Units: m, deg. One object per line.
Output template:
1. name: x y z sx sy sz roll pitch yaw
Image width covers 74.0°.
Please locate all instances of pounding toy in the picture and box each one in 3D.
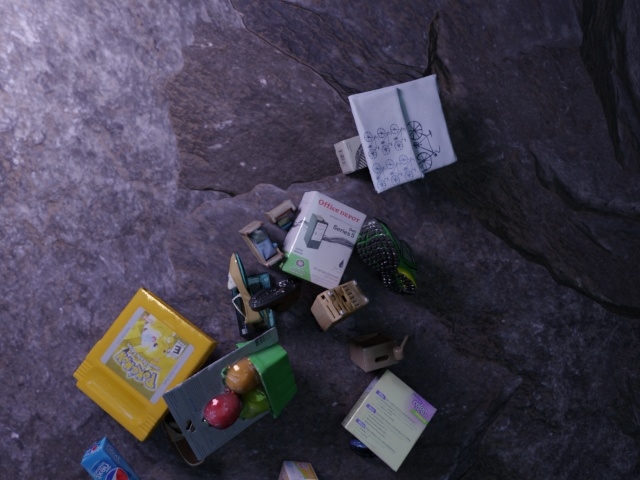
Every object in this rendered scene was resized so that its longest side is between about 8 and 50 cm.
1. pounding toy: 0.221 0.383 1.439 0.181 0.206 0.094 -10 97 -18

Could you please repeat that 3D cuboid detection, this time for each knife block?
1. knife block: 0.019 0.230 1.326 0.242 0.276 0.088 -41 75 28

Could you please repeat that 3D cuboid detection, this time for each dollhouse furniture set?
1. dollhouse furniture set: -0.137 -0.025 1.327 0.184 0.129 0.129 -35 104 -13

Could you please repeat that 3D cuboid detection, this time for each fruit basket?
1. fruit basket: -0.255 0.451 1.268 0.353 0.165 0.326 -26 126 -21

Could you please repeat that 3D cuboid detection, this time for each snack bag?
1. snack bag: 0.286 -0.355 1.399 0.343 0.037 0.322 -20 98 -17

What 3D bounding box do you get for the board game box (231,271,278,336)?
1. board game box: -0.214 0.205 1.371 0.126 0.026 0.186 -11 97 -18

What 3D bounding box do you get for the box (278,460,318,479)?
1. box: -0.089 0.862 1.414 0.103 0.114 0.202 15 91 -18

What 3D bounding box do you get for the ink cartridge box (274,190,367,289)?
1. ink cartridge box: 0.000 0.000 1.383 0.199 0.115 0.272 24 86 -19

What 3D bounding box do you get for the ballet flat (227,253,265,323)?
1. ballet flat: -0.244 0.155 1.304 0.073 0.080 0.232 -22 100 -5

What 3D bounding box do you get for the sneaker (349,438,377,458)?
1. sneaker: 0.212 0.725 1.534 0.222 0.087 0.083 -2 128 -6

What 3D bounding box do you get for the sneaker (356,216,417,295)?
1. sneaker: 0.230 0.039 1.436 0.343 0.134 0.146 54 41 -39

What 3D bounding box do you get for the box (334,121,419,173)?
1. box: 0.195 -0.319 1.438 0.275 0.094 0.113 -23 100 -16

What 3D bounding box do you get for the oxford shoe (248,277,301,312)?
1. oxford shoe: -0.133 0.191 1.324 0.227 0.083 0.096 -14 111 -53

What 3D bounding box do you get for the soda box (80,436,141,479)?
1. soda box: -0.603 0.690 1.248 0.067 0.071 0.210 -34 104 -14

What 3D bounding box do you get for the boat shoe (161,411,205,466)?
1. boat shoe: -0.422 0.543 1.275 0.123 0.116 0.324 -21 100 -16

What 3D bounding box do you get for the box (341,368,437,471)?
1. box: 0.231 0.604 1.454 0.214 0.117 0.243 38 74 8

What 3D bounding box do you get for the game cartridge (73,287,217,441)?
1. game cartridge: -0.500 0.343 1.205 0.286 0.052 0.323 33 80 10
